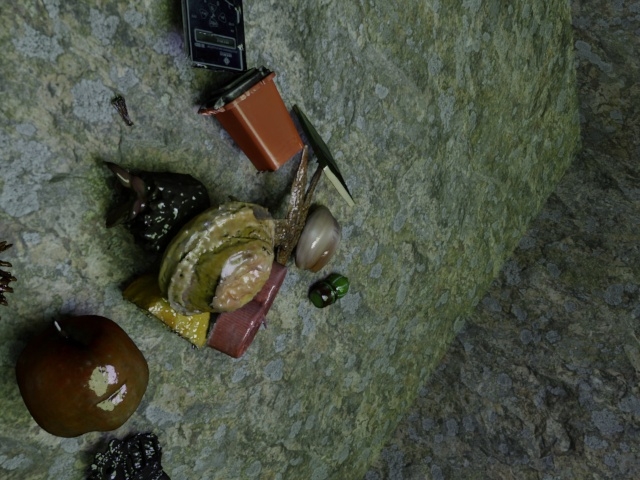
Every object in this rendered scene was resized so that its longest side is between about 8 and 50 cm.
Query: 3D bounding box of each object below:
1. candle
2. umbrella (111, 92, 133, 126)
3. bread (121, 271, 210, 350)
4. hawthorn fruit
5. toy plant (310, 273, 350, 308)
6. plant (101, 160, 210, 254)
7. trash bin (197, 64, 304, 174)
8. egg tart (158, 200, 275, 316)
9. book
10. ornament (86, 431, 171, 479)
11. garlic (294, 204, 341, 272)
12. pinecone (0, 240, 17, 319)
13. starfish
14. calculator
[{"bbox_3d":[-0.207,0.218,1.623,0.317,0.131,0.287,-60,176,-34],"label":"candle"},{"bbox_3d":[-0.443,-0.292,1.237,0.031,0.020,0.083,-39,142,-25],"label":"umbrella"},{"bbox_3d":[-0.388,0.168,1.465,0.147,0.160,0.260,-55,136,-19],"label":"bread"},{"bbox_3d":[-0.559,0.297,1.267,0.268,0.267,0.301,-39,127,-26],"label":"hawthorn fruit"},{"bbox_3d":[0.040,0.179,2.001,0.162,0.093,0.093,-29,131,-38],"label":"toy plant"},{"bbox_3d":[-0.386,-0.073,1.301,0.234,0.178,0.204,-8,121,-43],"label":"plant"},{"bbox_3d":[-0.168,-0.291,1.386,0.184,0.161,0.239,-41,115,-23],"label":"trash bin"},{"bbox_3d":[-0.223,0.063,1.344,0.352,0.150,0.352,-35,147,-27],"label":"egg tart"},{"bbox_3d":[0.009,-0.243,1.584,0.026,0.289,0.201,-31,142,10],"label":"book"},{"bbox_3d":[-0.565,0.659,1.613,0.251,0.106,0.260,-23,119,-48],"label":"ornament"},{"bbox_3d":[0.000,0.000,1.808,0.217,0.110,0.228,15,93,-70],"label":"garlic"},{"bbox_3d":[-0.693,0.094,1.067,0.185,0.168,0.212,-2,101,-32],"label":"pinecone"},{"bbox_3d":[-0.104,-0.082,1.608,0.384,0.132,0.398,-66,155,2],"label":"starfish"},{"bbox_3d":[-0.244,-0.521,1.247,0.165,0.028,0.274,-7,95,-45],"label":"calculator"}]
